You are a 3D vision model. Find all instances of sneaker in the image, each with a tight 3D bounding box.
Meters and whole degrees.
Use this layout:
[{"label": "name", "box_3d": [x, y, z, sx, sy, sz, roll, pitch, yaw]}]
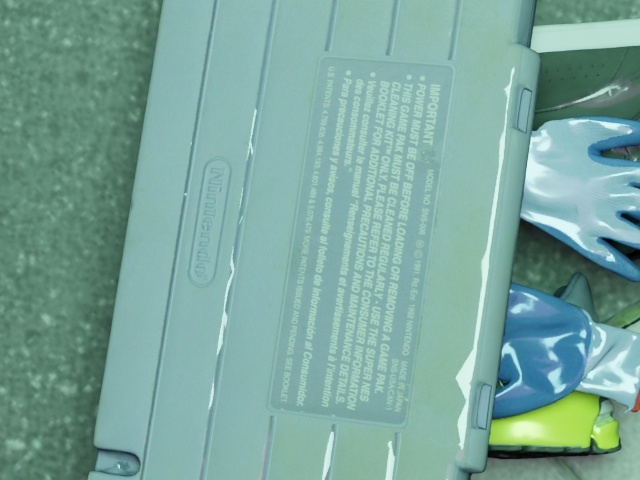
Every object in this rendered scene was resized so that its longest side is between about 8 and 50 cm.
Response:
[{"label": "sneaker", "box_3d": [0.149, -0.054, 1.239, 0.295, 0.104, 0.147, -6, 86, -5]}, {"label": "sneaker", "box_3d": [0.039, 0.073, 1.254, 0.300, 0.111, 0.121, 3, 79, -5]}]

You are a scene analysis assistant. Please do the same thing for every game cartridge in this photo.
[{"label": "game cartridge", "box_3d": [0.000, 0.000, 1.161, 0.230, 0.068, 0.355, 7, 83, 14]}]

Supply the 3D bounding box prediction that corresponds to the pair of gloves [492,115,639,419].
[{"label": "pair of gloves", "box_3d": [0.136, 0.017, 1.189, 0.159, 0.023, 0.198, 16, 92, -1]}]
